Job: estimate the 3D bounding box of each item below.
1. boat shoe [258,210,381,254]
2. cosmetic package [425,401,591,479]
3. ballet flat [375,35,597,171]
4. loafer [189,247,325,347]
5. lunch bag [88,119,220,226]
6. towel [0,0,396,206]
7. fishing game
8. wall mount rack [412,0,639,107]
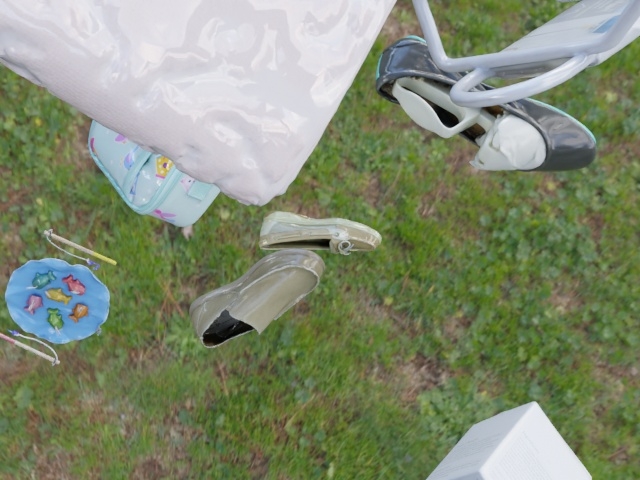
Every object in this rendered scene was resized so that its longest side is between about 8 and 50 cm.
[{"bbox_3d":[-0.001,-0.001,1.068,0.153,0.056,0.048,10,68,0],"label":"boat shoe"},{"bbox_3d":[0.278,0.370,1.280,0.183,0.151,0.151,-34,88,-41],"label":"cosmetic package"},{"bbox_3d":[0.185,-0.138,1.000,0.280,0.095,0.096,29,56,8],"label":"ballet flat"},{"bbox_3d":[-0.057,0.058,0.782,0.056,0.148,0.050,39,30,-40],"label":"loafer"},{"bbox_3d":[-0.162,-0.170,1.056,0.108,0.279,0.224,22,20,-46],"label":"lunch bag"},{"bbox_3d":[-0.069,-0.218,0.309,0.332,0.053,0.317,31,85,-37],"label":"towel"},{"bbox_3d":[-0.477,0.117,1.531,0.189,0.264,0.041,31,23,-19],"label":"fishing game"},{"bbox_3d":[0.255,-0.234,0.702,0.350,0.304,0.130,-35,113,-34],"label":"wall mount rack"}]
